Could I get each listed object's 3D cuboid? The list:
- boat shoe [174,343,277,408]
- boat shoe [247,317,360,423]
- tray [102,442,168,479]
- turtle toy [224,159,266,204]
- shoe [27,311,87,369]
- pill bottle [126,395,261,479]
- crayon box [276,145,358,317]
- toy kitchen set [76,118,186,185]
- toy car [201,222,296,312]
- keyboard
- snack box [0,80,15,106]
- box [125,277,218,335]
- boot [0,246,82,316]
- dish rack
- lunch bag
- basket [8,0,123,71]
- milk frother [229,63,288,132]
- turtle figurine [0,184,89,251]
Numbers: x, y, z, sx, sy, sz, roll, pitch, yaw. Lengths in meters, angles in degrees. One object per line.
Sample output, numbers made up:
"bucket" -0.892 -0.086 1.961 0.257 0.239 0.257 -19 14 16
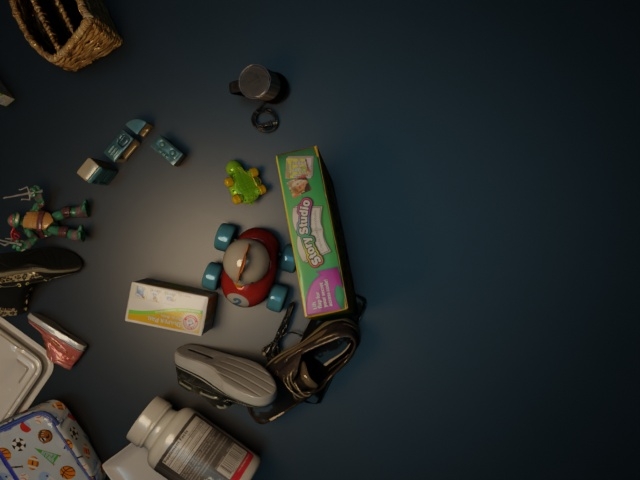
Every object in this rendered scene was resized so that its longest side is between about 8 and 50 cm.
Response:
"boat shoe" -0.237 0.361 1.685 0.335 0.121 0.119 16 114 39
"boat shoe" -0.048 0.326 1.669 0.355 0.130 0.132 -45 94 2
"tray" -0.447 0.664 1.787 0.145 0.030 0.270 -37 89 5
"turtle toy" -0.203 -0.150 1.729 0.095 0.066 0.130 -23 87 -19
"shoe" -0.716 0.267 1.779 0.178 0.063 0.081 33 89 -2
"pill bottle" -0.324 0.538 1.701 0.319 0.176 0.176 35 94 3
"crayon box" 0.000 0.000 1.565 0.106 0.313 0.362 -12 80 4
"toy kitchen set" -0.479 -0.196 1.720 0.166 0.122 0.207 40 94 2
"toy car" -0.184 0.072 1.648 0.219 0.238 0.210 18 93 4
"keyboard" -0.029 0.256 1.746 0.202 0.033 0.317 25 92 -3
"snack box" -0.880 -0.425 1.755 0.037 0.100 0.141 -38 88 3
"box" -0.381 0.170 1.727 0.203 0.114 0.103 11 93 3
"boot" -0.762 0.111 1.766 0.085 0.237 0.178 58 138 36
"dish rack" -0.914 0.379 1.796 0.286 0.072 0.332 35 93 3
"lunch bag" -0.723 0.586 1.747 0.243 0.115 0.303 -25 99 3
"basket" -0.679 -0.597 1.676 0.214 0.223 0.299 -27 90 4
"milk frother" -0.147 -0.354 1.684 0.129 0.135 0.143 -24 88 18
"turtle figurine" -0.732 -0.054 1.745 0.234 0.118 0.175 2 84 -6
